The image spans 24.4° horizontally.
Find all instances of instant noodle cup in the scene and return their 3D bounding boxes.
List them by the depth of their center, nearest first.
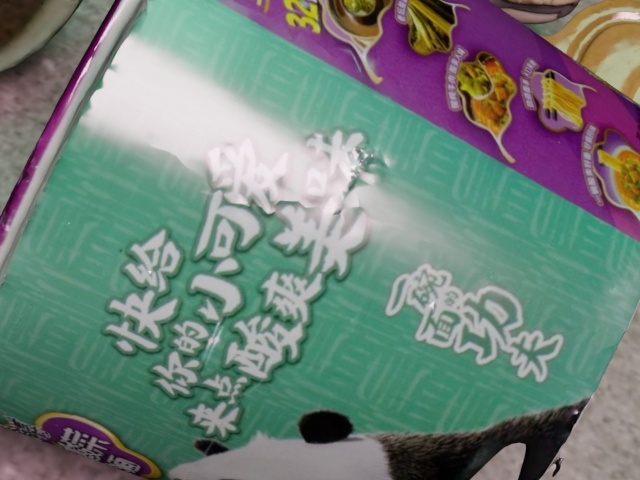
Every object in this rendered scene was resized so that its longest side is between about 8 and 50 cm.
[{"bbox_3d":[0.000,0.000,0.548,0.190,0.251,0.251,27,48,-4],"label":"instant noodle cup"}]

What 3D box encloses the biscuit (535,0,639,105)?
[{"bbox_3d":[0.167,-0.047,0.723,0.236,0.040,0.144,10,68,1],"label":"biscuit"}]

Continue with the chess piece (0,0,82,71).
[{"bbox_3d":[-0.190,-0.230,0.723,0.194,0.194,0.299,8,41,-10],"label":"chess piece"}]

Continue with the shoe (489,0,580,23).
[{"bbox_3d":[0.047,-0.150,0.776,0.180,0.092,0.089,27,53,2],"label":"shoe"}]
